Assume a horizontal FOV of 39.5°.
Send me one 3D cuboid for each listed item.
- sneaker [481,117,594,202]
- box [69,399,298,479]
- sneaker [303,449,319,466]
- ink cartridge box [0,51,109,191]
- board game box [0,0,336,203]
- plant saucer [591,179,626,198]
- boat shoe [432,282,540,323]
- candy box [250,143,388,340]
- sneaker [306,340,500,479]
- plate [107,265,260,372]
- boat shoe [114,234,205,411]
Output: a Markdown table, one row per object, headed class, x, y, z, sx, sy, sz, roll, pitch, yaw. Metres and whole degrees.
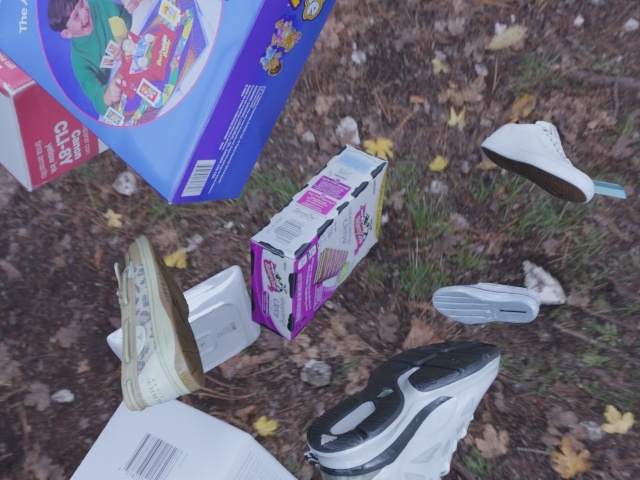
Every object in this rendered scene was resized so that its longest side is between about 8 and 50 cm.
| class | x | y | z | sx | sy | sz | roll | pitch | yaw |
| --- | --- | --- | --- | --- | --- | --- | --- | --- | --- |
| sneaker | 0.445 | -0.174 | 1.752 | 0.123 | 0.106 | 0.290 | -45 | 41 | -4 |
| box | -0.134 | 0.368 | 1.197 | 0.215 | 0.345 | 0.168 | 15 | 63 | 37 |
| sneaker | 0.001 | 0.410 | 1.726 | 0.044 | 0.109 | 0.040 | -41 | 94 | -22 |
| ink cartridge box | -0.263 | -0.272 | 1.044 | 0.385 | 0.160 | 0.279 | -36 | 63 | -29 |
| board game box | -0.087 | -0.234 | 0.622 | 0.233 | 0.078 | 0.347 | 40 | 116 | 24 |
| plant saucer | 0.576 | -0.125 | 1.973 | 0.192 | 0.067 | 0.018 | 10 | 109 | 6 |
| boat shoe | 0.357 | 0.132 | 1.908 | 0.226 | 0.076 | 0.083 | 8 | 119 | 23 |
| candy box | 0.000 | 0.000 | 1.199 | 0.071 | 0.159 | 0.233 | 25 | 49 | 20 |
| sneaker | 0.162 | 0.345 | 1.485 | 0.169 | 0.448 | 0.257 | 1 | 108 | 44 |
| plate | -0.247 | 0.195 | 1.733 | 0.278 | 0.277 | 0.045 | -29 | 58 | -13 |
| boat shoe | -0.215 | 0.091 | 1.094 | 0.089 | 0.285 | 0.104 | -27 | 124 | -1 |
